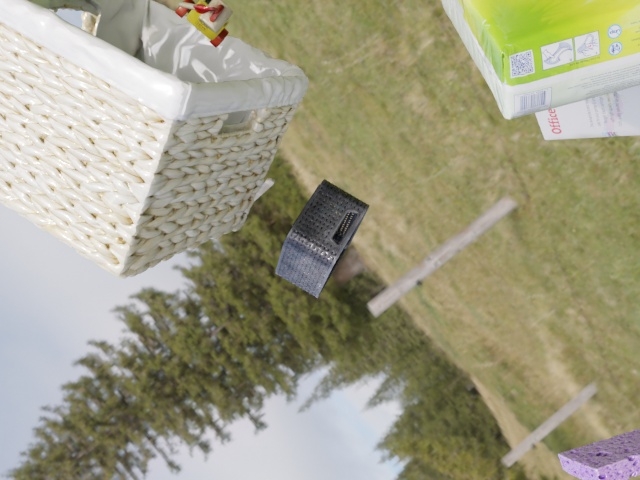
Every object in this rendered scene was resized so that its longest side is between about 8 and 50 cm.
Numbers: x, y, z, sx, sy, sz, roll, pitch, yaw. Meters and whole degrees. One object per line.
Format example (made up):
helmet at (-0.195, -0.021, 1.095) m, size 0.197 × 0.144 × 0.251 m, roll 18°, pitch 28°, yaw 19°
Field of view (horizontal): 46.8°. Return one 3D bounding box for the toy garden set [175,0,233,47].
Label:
toy garden set at (-0.173, -0.309, 0.843) m, size 0.204 × 0.049 × 0.244 m, roll 39°, pitch -179°, yaw -20°

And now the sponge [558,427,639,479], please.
sponge at (0.479, 0.311, 1.104) m, size 0.117 × 0.210 × 0.031 m, roll 142°, pitch 112°, yaw -80°

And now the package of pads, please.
package of pads at (0.269, -0.266, 0.805) m, size 0.296 × 0.229 × 0.101 m, roll -99°, pitch -8°, yaw -47°

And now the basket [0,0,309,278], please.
basket at (-0.248, -0.162, 0.988) m, size 0.331 × 0.266 × 0.328 m, roll 28°, pitch -157°, yaw 16°

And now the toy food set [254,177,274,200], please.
toy food set at (-0.194, -0.105, 1.320) m, size 0.218 × 0.071 × 0.128 m, roll 27°, pitch 154°, yaw -25°

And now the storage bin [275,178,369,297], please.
storage bin at (0.000, 0.000, 1.171) m, size 0.084 × 0.122 × 0.180 m, roll 30°, pitch 156°, yaw 3°

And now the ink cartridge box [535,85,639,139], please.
ink cartridge box at (0.407, -0.253, 0.990) m, size 0.233 × 0.168 × 0.171 m, roll 1°, pitch 156°, yaw 27°
